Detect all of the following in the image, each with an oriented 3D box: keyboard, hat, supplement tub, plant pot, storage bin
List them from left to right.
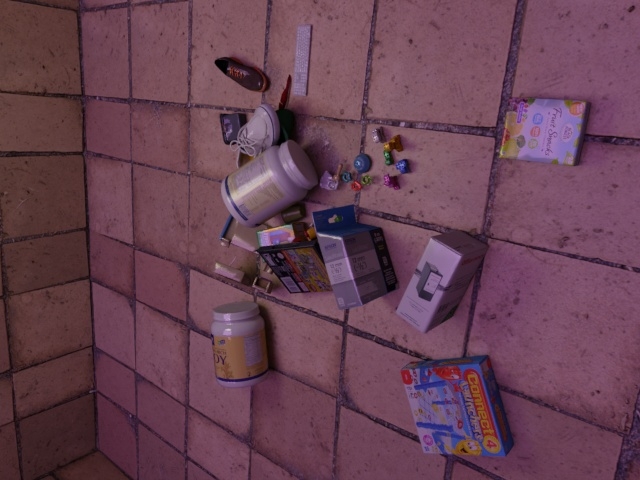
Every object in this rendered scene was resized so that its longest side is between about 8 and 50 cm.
[{"bbox_3d":[-0.370,-0.488,2.176,0.090,0.098,0.135,-7,94,29],"label":"storage bin"},{"bbox_3d":[-0.360,0.459,2.249,0.240,0.241,0.332,1,99,39],"label":"supplement tub"},{"bbox_3d":[-0.195,-0.219,1.955,0.324,0.235,0.236,-30,79,20],"label":"supplement tub"},{"bbox_3d":[-0.123,-0.496,2.018,0.173,0.183,0.209,40,159,25],"label":"hat"},{"bbox_3d":[-0.105,-0.112,2.045,0.079,0.083,0.084,-8,93,28],"label":"plant pot"},{"bbox_3d":[-0.072,-0.690,1.942,0.072,0.014,0.256,16,108,36],"label":"keyboard"}]

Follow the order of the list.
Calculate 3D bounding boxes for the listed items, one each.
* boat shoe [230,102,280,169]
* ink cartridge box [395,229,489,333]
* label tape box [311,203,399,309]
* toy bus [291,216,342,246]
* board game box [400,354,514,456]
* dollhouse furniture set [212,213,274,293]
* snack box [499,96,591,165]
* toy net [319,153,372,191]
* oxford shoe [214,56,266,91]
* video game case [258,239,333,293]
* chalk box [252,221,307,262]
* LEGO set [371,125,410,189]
[{"bbox_3d":[-0.276,-0.385,1.988,0.136,0.156,0.367,53,150,8],"label":"boat shoe"},{"bbox_3d":[0.387,0.123,1.604,0.121,0.211,0.290,35,117,30],"label":"ink cartridge box"},{"bbox_3d":[0.126,0.041,1.770,0.115,0.249,0.348,-16,89,40],"label":"label tape box"},{"bbox_3d":[0.005,-0.001,1.897,0.190,0.202,0.105,-33,79,43],"label":"toy bus"},{"bbox_3d":[0.455,0.561,1.711,0.301,0.086,0.309,-18,87,40],"label":"board game box"},{"bbox_3d":[-0.290,0.050,2.227,0.286,0.198,0.304,20,81,8],"label":"dollhouse furniture set"},{"bbox_3d":[0.625,-0.308,1.418,0.206,0.070,0.175,14,106,34],"label":"snack box"},{"bbox_3d":[0.096,-0.230,1.879,0.232,0.045,0.122,-21,87,41],"label":"toy net"},{"bbox_3d":[-0.335,-0.687,2.098,0.271,0.098,0.097,34,118,29],"label":"oxford shoe"},{"bbox_3d":[-0.070,0.108,1.945,0.248,0.035,0.275,-6,136,29],"label":"video game case"},{"bbox_3d":[-0.171,0.009,2.040,0.212,0.132,0.132,-11,92,18],"label":"chalk box"},{"bbox_3d":[0.235,-0.291,1.720,0.086,0.093,0.228,-19,86,39],"label":"LEGO set"}]
